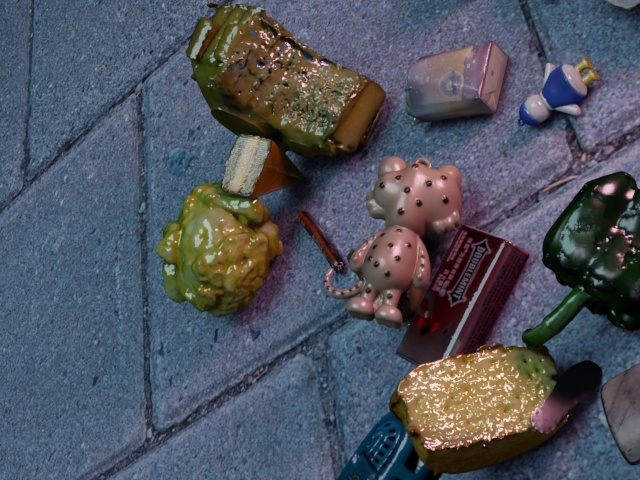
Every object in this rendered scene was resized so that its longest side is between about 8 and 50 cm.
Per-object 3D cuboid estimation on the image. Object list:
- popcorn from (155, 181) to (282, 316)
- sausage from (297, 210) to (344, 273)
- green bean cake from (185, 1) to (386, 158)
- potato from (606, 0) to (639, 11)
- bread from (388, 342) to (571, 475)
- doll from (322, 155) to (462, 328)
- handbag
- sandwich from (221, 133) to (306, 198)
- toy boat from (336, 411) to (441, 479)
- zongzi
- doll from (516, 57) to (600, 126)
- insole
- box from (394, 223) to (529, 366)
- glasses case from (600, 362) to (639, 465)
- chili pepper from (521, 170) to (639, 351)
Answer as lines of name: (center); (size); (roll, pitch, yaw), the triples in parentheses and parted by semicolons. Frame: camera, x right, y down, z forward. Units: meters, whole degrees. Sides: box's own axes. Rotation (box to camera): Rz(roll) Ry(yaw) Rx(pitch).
popcorn: (-0.182, 0.010, 2.084); (0.255, 0.195, 0.256); (-30, 57, 36)
sausage: (0.000, 0.000, 2.014); (0.198, 0.025, 0.028); (-126, 38, -50)
green bean cake: (-0.075, -0.268, 2.035); (0.285, 0.310, 0.202); (24, 84, 55)
potato: (0.491, -0.467, 1.627); (0.300, 0.196, 0.246); (-20, 86, 68)
bread: (0.202, 0.232, 1.510); (0.139, 0.229, 0.143); (102, 155, -50)
doll: (0.116, -0.004, 1.733); (0.154, 0.119, 0.278); (23, 71, 18)
handbag: (0.214, -0.256, 1.877); (0.173, 0.095, 0.117); (-6, 60, 44)
sandwich: (-0.105, -0.105, 2.076); (0.079, 0.163, 0.113); (15, 75, 26)
toy boat: (0.074, 0.343, 1.664); (0.298, 0.092, 0.134); (-57, 34, 7)
zongzi: (0.153, 0.037, 1.790); (0.178, 0.081, 0.189); (-39, 49, 4)
doll: (0.351, -0.217, 1.725); (0.143, 0.058, 0.098); (-39, 63, 28)
insole: (0.317, 0.200, 1.478); (0.045, 0.002, 0.135); (39, 60, 16)
box: (0.208, 0.094, 1.684); (0.120, 0.069, 0.224); (26, 87, 53)
glasses case: (0.473, 0.154, 1.347); (0.299, 0.060, 0.114); (-37, 43, 28)
chili pepper: (0.361, 0.043, 1.467); (0.165, 0.174, 0.261); (30, 87, 25)
